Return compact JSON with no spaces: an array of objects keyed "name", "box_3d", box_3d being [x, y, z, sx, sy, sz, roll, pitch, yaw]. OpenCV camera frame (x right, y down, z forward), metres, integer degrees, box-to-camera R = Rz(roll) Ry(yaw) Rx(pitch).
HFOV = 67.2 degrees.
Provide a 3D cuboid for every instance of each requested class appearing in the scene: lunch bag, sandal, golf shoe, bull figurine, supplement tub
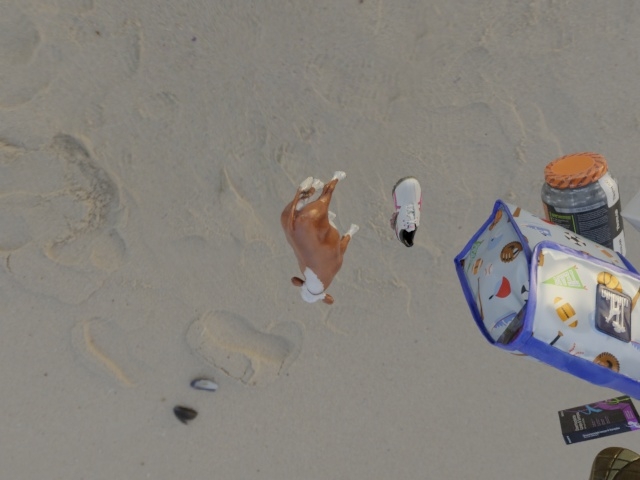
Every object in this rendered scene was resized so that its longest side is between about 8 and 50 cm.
[{"name":"lunch bag","box_3d":[0.476,0.120,0.939,0.328,0.385,0.239,22,120,-5]},{"name":"sandal","box_3d":[0.450,0.398,0.750,0.180,0.072,0.049,-43,143,-33]},{"name":"golf shoe","box_3d":[0.206,-0.066,1.112,0.067,0.086,0.186,-14,138,-7]},{"name":"bull figurine","box_3d":[0.000,0.000,0.985,0.101,0.188,0.310,17,152,19]},{"name":"supplement tub","box_3d":[0.746,-0.077,1.373,0.193,0.193,0.316,-25,117,1]}]

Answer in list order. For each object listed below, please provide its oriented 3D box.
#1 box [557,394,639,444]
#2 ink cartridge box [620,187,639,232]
[{"name":"box","box_3d":[0.626,0.403,1.086,0.162,0.116,0.029,-26,88,22]},{"name":"ink cartridge box","box_3d":[0.402,-0.067,0.420,0.086,0.148,0.203,33,97,-18]}]
